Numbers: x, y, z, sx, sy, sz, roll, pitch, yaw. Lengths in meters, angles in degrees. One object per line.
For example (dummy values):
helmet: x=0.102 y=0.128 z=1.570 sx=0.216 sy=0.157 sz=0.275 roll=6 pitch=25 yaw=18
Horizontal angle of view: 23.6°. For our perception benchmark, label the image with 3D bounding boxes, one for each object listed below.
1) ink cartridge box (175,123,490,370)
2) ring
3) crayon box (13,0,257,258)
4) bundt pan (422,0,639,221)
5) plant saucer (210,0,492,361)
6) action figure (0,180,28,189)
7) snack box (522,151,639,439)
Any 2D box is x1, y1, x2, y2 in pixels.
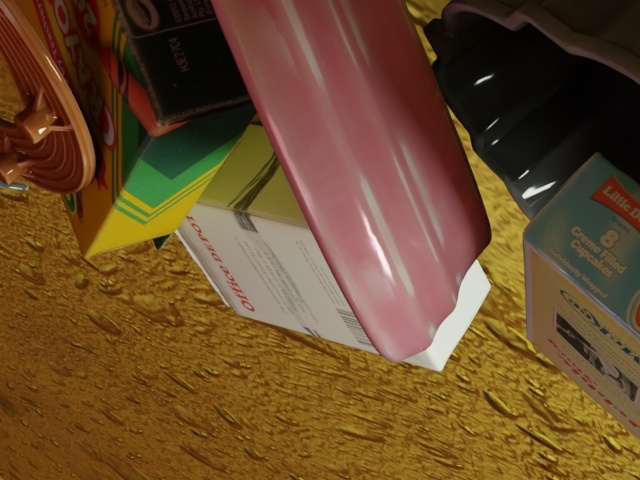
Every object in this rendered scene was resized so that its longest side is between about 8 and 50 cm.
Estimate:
ink cartridge box: x=0.000 y=0.000 z=1.176 sx=0.218 sy=0.092 sz=0.158 roll=11 pitch=146 yaw=39
ring: x=-0.275 y=-0.153 z=1.003 sx=0.336 sy=0.032 sz=0.336 roll=40 pitch=160 yaw=17
crayon box: x=-0.142 y=-0.116 z=1.050 sx=0.202 sy=0.081 sz=0.318 roll=68 pitch=157 yaw=11
bundt pan: x=0.210 y=-0.035 z=0.744 sx=0.331 sy=0.124 sz=0.331 roll=43 pitch=172 yaw=8
plant saucer: x=0.009 y=-0.101 z=0.829 sx=0.332 sy=0.084 sz=0.332 roll=-24 pitch=-90 yaw=-86
action figure: x=-0.418 y=-0.098 z=1.472 sx=0.276 sy=0.141 sz=0.164 roll=26 pitch=142 yaw=22
snack box: x=0.229 y=0.108 z=0.713 sx=0.322 sy=0.060 sz=0.187 roll=42 pitch=172 yaw=18
